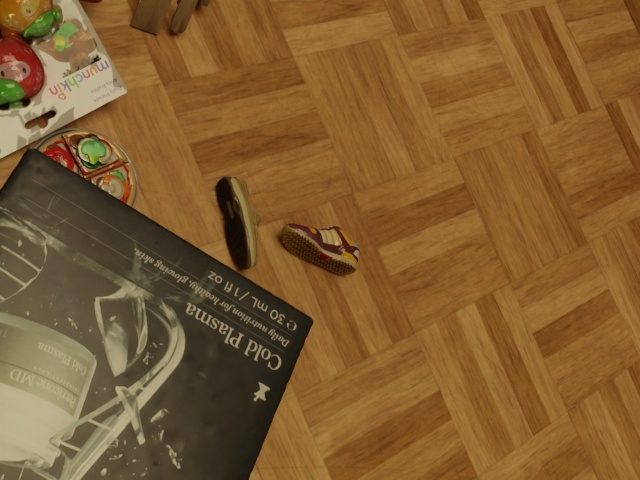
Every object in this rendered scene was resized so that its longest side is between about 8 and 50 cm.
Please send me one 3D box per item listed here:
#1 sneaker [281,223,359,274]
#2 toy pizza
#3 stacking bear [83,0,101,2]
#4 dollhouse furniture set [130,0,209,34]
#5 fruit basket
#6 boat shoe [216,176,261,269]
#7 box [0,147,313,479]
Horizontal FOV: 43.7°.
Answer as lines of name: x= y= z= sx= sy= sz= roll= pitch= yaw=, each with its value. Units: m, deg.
sneaker: x=0.000 y=0.000 z=1.642 sx=0.185 sy=0.069 sz=0.084 roll=31 pitch=51 yaw=-27
toy pizza: x=-0.421 y=-0.111 z=1.428 sx=0.201 sy=0.032 sz=0.201 roll=11 pitch=68 yaw=-29
stacking bear: x=-0.434 y=-0.616 z=1.521 sx=0.164 sy=0.175 sz=0.289 roll=14 pitch=51 yaw=6
dollhouse furniture set: x=-0.306 y=-0.502 z=1.638 sx=0.144 sy=0.123 sz=0.151 roll=14 pitch=32 yaw=-28
fruit basket: x=-0.542 y=-0.341 z=1.343 sx=0.327 sy=0.165 sz=0.353 roll=-34 pitch=103 yaw=-26
boat shoe: x=-0.144 y=-0.037 z=1.561 sx=0.072 sy=0.068 sz=0.190 roll=-1 pitch=74 yaw=-45
box: x=-0.340 y=0.219 z=1.119 sx=0.479 sy=0.297 sz=0.472 roll=33 pitch=62 yaw=-18
